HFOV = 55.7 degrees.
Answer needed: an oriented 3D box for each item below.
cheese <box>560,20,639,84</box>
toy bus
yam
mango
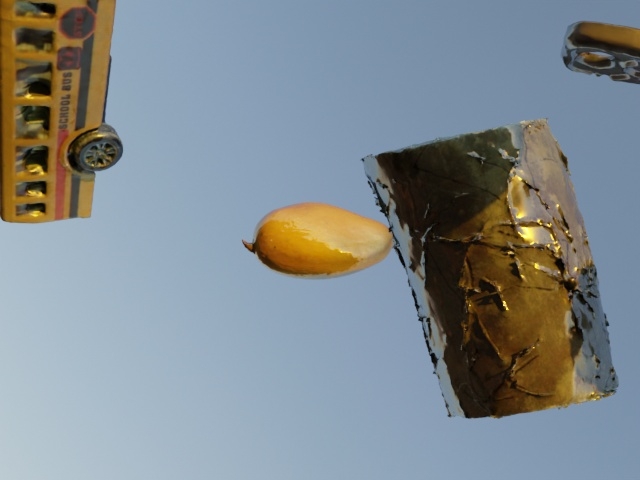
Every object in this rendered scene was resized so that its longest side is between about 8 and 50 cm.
[{"bbox_3d":[0.274,-0.078,0.317,0.286,0.163,0.082,19,-88,22],"label":"cheese"},{"bbox_3d":[-0.254,-0.167,0.563,0.121,0.122,0.336,56,-40,29],"label":"toy bus"},{"bbox_3d":[0.192,0.026,0.698,0.240,0.240,0.349,-23,-101,41],"label":"yam"},{"bbox_3d":[0.000,0.000,1.226,0.316,0.177,0.119,3,-45,-7],"label":"mango"}]
